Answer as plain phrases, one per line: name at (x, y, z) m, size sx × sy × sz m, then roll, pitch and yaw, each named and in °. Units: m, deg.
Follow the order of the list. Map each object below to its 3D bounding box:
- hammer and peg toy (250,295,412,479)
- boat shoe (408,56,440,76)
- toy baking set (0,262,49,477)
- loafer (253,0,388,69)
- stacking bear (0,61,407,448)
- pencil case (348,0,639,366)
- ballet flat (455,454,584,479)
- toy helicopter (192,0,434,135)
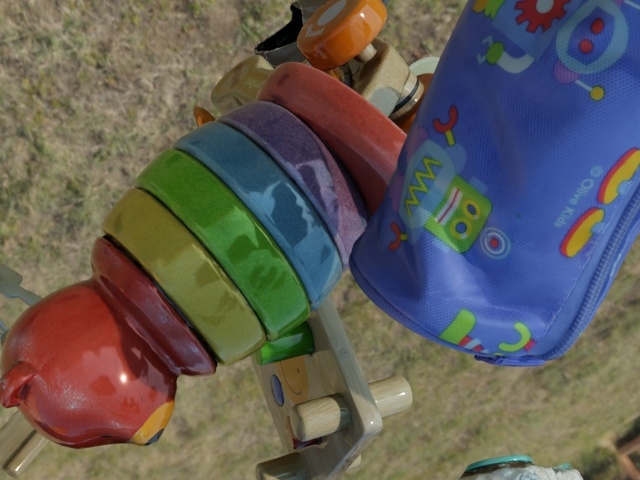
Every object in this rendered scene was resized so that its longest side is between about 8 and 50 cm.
hammer and peg toy at (-0.008, 0.186, 0.929) m, size 0.127 × 0.361 × 0.266 m, roll -12°, pitch 153°, yaw -23°
boat shoe at (0.118, -0.203, 1.272) m, size 0.068 × 0.081 × 0.228 m, roll -17°, pitch -160°, yaw 49°
toy baking set at (-0.318, 0.119, 0.884) m, size 0.196 × 0.256 × 0.030 m, roll 6°, pitch 138°, yaw -3°
loafer at (0.002, -0.290, 1.125) m, size 0.220 × 0.080 × 0.078 m, roll -43°, pitch 131°, yaw 5°
stacking bear at (-0.082, 0.025, 0.580) m, size 0.289 × 0.164 × 0.175 m, roll -41°, pitch 172°, yaw -16°
pencil case at (0.123, -0.079, 0.379) m, size 0.119 × 0.133 × 0.306 m, roll 6°, pitch 122°, yaw -33°
ballet flat at (0.258, 0.352, 1.069) m, size 0.147 × 0.147 × 0.409 m, roll -36°, pitch 153°, yaw 12°
toy helicopter at (-0.045, -0.126, 0.866) m, size 0.235 × 0.355 × 0.140 m, roll -48°, pitch 118°, yaw -5°
